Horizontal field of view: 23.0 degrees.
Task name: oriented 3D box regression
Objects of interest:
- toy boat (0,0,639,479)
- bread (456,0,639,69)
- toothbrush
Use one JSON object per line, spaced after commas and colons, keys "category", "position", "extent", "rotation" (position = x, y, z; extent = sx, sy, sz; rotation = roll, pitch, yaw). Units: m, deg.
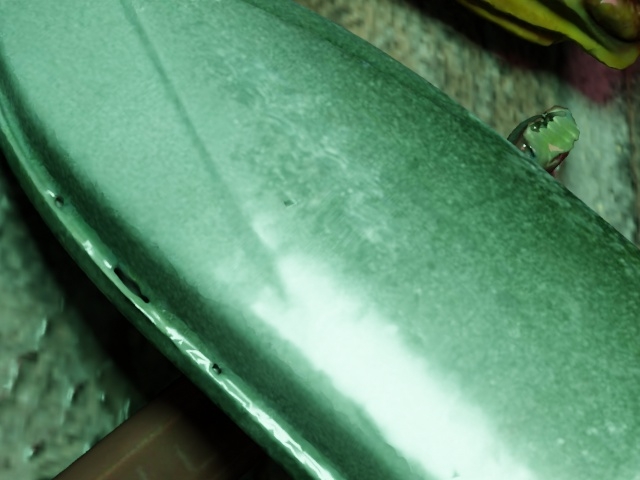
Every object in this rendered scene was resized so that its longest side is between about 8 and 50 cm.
{"category": "toy boat", "position": [0.000, 0.000, 0.513], "extent": [0.319, 0.092, 0.141], "rotation": [42, 49, 13]}
{"category": "bread", "position": [0.091, -0.270, 0.671], "extent": [0.277, 0.167, 0.324], "rotation": [25, 60, -27]}
{"category": "toothbrush", "position": [-0.005, 0.039, 0.563], "extent": [0.364, 0.041, 0.041], "rotation": [-38, 97, -40]}
